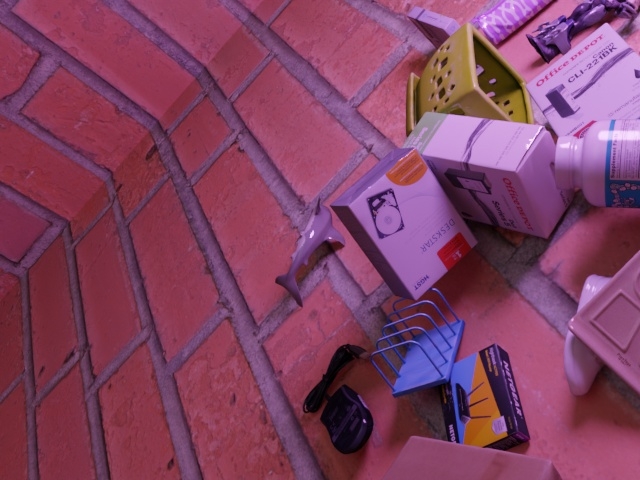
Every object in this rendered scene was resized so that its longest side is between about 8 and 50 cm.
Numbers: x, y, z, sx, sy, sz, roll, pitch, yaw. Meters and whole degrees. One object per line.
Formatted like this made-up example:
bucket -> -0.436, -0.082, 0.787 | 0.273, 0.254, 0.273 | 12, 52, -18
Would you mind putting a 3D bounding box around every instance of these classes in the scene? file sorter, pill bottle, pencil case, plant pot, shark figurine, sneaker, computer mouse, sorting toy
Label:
file sorter -> 0.178, 0.186, 1.427 | 0.118, 0.104, 0.170 | -26, 20, 34
pill bottle -> 0.523, -0.124, 1.244 | 0.264, 0.146, 0.146 | 4, 61, 26
pencil case -> 0.467, -0.557, 1.811 | 0.206, 0.088, 0.086 | -40, 34, 19
plant pot -> 0.308, -0.282, 1.641 | 0.207, 0.227, 0.228 | -31, 39, 36
shark figurine -> -0.004, 0.011, 1.854 | 0.278, 0.116, 0.166 | -65, 2, -30
sneaker -> 0.454, 0.150, 1.223 | 0.094, 0.080, 0.212 | 5, 62, 37
computer mouse -> 0.068, 0.315, 1.535 | 0.184, 0.060, 0.262 | -59, 23, -2
sorting toy -> 0.514, 0.123, 1.152 | 0.208, 0.038, 0.193 | -46, 63, 5

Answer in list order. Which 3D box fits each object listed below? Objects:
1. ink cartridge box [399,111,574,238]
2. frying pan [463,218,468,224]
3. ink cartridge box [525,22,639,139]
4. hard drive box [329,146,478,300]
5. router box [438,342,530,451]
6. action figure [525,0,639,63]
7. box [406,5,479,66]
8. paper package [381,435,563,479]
ink cartridge box -> 0.318, -0.130, 1.469 | 0.273, 0.198, 0.114 | 18, 66, 46
frying pan -> 0.217, -0.066, 1.696 | 0.197, 0.053, 0.326 | -45, 35, 8
ink cartridge box -> 0.535, -0.254, 1.441 | 0.197, 0.114, 0.272 | -38, 37, 21
hard drive box -> 0.161, -0.033, 1.462 | 0.181, 0.232, 0.089 | -42, 18, -15
router box -> 0.277, 0.284, 1.326 | 0.133, 0.046, 0.178 | -33, 38, 26
action figure -> 0.579, -0.491, 1.617 | 0.285, 0.099, 0.185 | -36, 29, 16
box -> 0.311, -0.506, 1.895 | 0.038, 0.145, 0.186 | -50, 34, 6
paper package -> 0.181, 0.463, 1.067 | 0.325, 0.168, 0.310 | -49, 21, -28
